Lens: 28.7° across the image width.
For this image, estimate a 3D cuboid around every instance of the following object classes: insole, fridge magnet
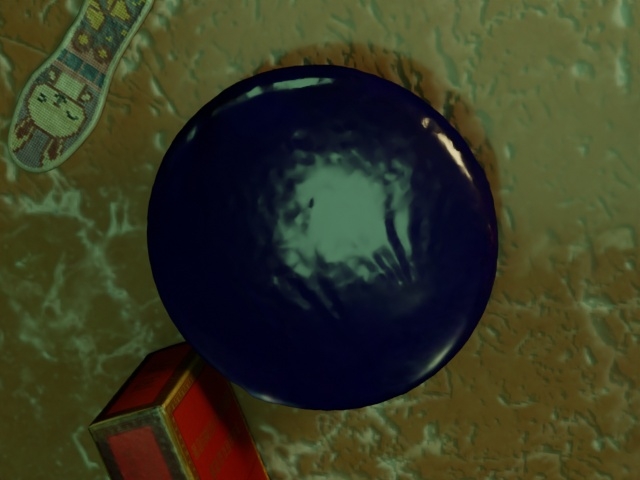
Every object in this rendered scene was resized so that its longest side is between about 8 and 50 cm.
[{"bbox_3d":[-0.189,-0.134,0.986,0.065,0.004,0.197,35,109,-1],"label":"insole"},{"bbox_3d":[0.000,0.000,0.936,0.265,0.113,0.266,2,106,8],"label":"fridge magnet"}]

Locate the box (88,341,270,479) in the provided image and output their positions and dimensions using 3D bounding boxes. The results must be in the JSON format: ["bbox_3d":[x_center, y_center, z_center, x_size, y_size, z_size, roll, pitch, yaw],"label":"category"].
[{"bbox_3d":[-0.089,0.214,0.993,0.074,0.153,0.240,-19,102,10],"label":"box"}]
